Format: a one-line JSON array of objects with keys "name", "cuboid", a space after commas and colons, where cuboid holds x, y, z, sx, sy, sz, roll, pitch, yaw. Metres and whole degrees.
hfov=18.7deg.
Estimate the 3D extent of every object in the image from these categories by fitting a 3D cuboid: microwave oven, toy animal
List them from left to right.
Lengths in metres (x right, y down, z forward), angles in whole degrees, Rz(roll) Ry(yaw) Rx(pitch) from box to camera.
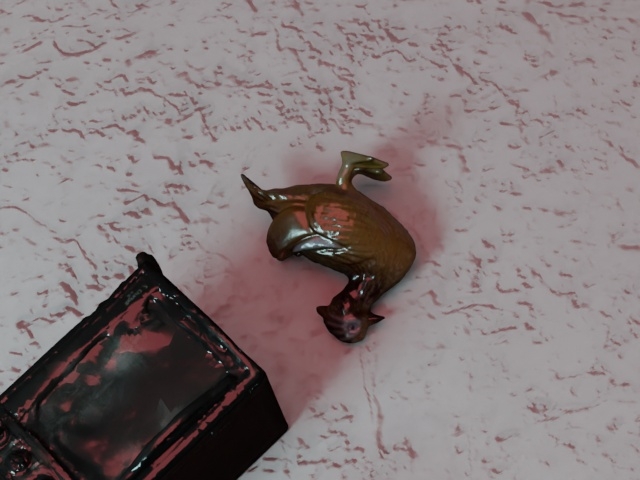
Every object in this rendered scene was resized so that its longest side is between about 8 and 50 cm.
[{"name": "microwave oven", "cuboid": [-0.178, 0.168, 1.789, 0.247, 0.188, 0.178, -44, 66, -10]}, {"name": "toy animal", "cuboid": [0.000, 0.000, 1.898, 0.188, 0.089, 0.179, 15, 84, 10]}]
